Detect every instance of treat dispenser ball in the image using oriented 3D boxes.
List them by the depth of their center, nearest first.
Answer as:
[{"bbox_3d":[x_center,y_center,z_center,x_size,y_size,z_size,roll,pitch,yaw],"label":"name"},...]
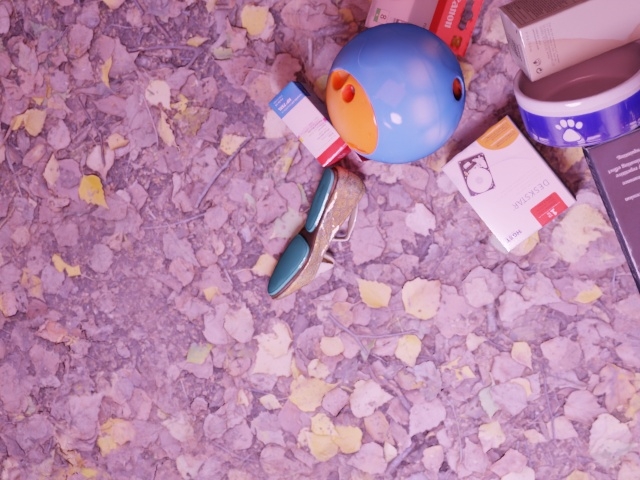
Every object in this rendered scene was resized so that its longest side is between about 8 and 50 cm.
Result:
[{"bbox_3d":[0.154,-0.301,1.829,0.288,0.288,0.288,2,98,14],"label":"treat dispenser ball"}]

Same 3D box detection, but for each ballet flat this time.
[{"bbox_3d":[0.000,0.000,2.010,0.123,0.123,0.348,29,106,9],"label":"ballet flat"}]

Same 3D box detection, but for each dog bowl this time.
[{"bbox_3d":[0.520,-0.297,1.745,0.265,0.265,0.104,-14,123,16],"label":"dog bowl"}]

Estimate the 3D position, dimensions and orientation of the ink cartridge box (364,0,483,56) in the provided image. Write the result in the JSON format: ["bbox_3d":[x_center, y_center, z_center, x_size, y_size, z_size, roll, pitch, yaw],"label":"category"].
[{"bbox_3d":[0.228,-0.511,1.905,0.225,0.056,0.181,21,102,12],"label":"ink cartridge box"}]

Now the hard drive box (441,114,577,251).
[{"bbox_3d":[0.402,-0.124,1.896,0.181,0.089,0.232,-40,87,16],"label":"hard drive box"}]

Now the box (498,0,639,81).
[{"bbox_3d":[0.525,-0.443,1.740,0.311,0.148,0.121,-21,122,6],"label":"box"}]

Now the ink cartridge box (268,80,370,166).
[{"bbox_3d":[0.002,-0.239,1.956,0.078,0.134,0.231,-42,86,15],"label":"ink cartridge box"}]

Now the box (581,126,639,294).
[{"bbox_3d":[0.731,-0.061,1.758,0.294,0.212,0.395,-21,91,15],"label":"box"}]
